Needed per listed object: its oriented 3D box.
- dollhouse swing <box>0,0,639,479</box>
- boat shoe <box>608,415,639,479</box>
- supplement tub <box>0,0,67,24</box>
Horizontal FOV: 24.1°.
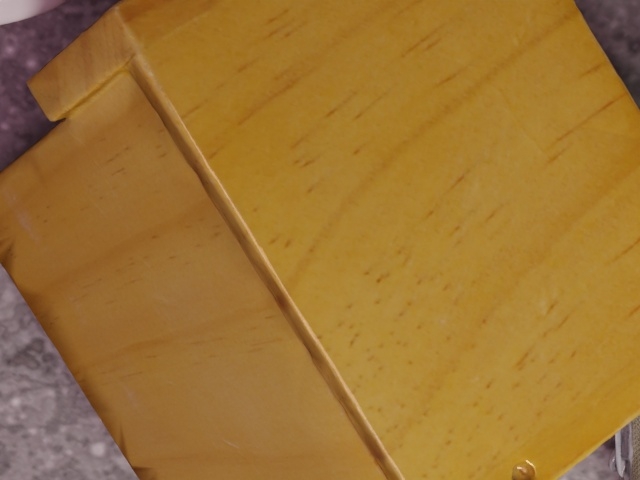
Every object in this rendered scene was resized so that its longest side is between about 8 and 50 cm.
[{"bbox_3d":[0.000,0.000,0.956,0.315,0.305,0.347,-34,94,-19],"label":"dollhouse swing"},{"bbox_3d":[0.253,0.108,1.031,0.118,0.103,0.320,-20,122,-7],"label":"boat shoe"},{"bbox_3d":[-0.212,-0.233,0.848,0.144,0.144,0.199,0,117,4],"label":"supplement tub"}]
